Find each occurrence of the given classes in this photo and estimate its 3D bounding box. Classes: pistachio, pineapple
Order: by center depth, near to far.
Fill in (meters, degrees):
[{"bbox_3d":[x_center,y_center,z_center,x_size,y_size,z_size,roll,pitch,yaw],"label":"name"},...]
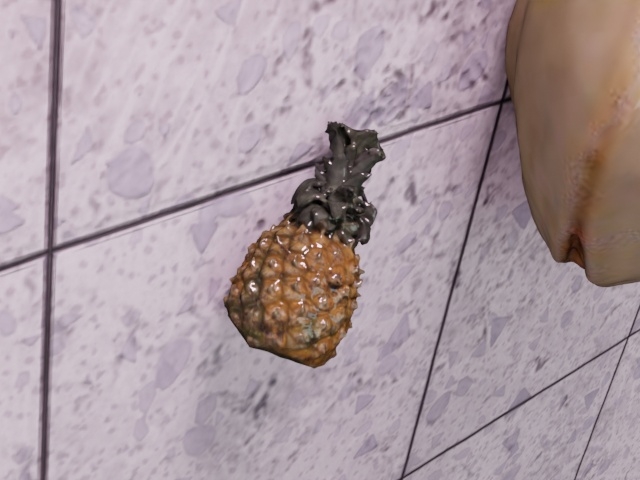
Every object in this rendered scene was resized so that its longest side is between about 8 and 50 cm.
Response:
[{"bbox_3d":[0.000,0.000,0.913,0.108,0.108,0.198,29,84,-57],"label":"pineapple"},{"bbox_3d":[0.313,-0.135,1.045,0.365,0.281,0.445,-61,161,-7],"label":"pistachio"}]
